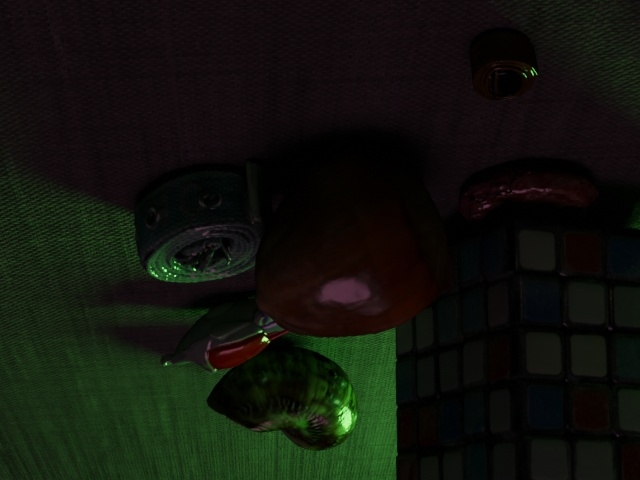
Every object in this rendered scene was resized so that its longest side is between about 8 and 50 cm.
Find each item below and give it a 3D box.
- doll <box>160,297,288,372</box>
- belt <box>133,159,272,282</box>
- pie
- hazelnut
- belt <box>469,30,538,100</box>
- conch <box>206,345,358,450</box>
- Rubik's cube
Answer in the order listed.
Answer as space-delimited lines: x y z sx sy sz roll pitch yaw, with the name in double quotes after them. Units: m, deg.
-0.094 0.108 2.055 0.227 0.075 0.102 -23 163 19 "doll"
-0.118 -0.010 1.753 0.148 0.082 0.163 -9 159 3 "belt"
0.219 -0.040 1.793 0.154 0.036 0.154 -3 159 -1 "pie"
0.029 0.015 1.691 0.214 0.176 0.214 -28 150 -17 "hazelnut"
0.162 -0.152 1.504 0.059 0.036 0.083 -7 160 6 "belt"
-0.040 0.202 2.251 0.187 0.124 0.181 17 173 15 "conch"
0.265 0.147 1.873 0.293 0.287 0.292 5 167 -25 "Rubik's cube"
